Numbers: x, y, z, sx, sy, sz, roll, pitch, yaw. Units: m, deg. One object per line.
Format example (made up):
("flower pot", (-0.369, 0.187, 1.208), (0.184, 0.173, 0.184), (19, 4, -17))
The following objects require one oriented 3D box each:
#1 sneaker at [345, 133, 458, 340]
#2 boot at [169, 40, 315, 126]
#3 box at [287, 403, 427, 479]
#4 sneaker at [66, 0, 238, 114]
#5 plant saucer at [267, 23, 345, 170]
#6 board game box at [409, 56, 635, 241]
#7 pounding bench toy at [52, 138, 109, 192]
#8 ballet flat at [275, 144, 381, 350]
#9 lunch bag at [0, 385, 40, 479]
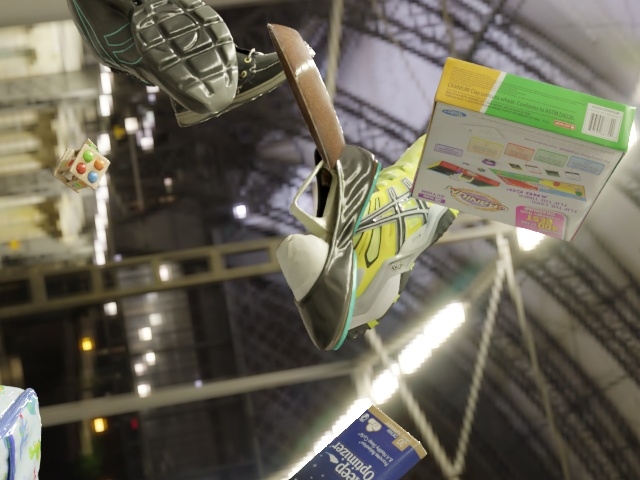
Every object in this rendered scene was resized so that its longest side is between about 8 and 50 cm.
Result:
("sneaker", (0.090, -0.037, 2.030), (0.147, 0.385, 0.145), (46, -36, -20))
("boot", (-0.145, -0.289, 2.049), (0.179, 0.236, 0.085), (63, 19, -12))
("box", (0.043, 0.370, 2.183), (0.136, 0.225, 0.036), (34, -18, 50))
("sneaker", (-0.176, -0.210, 1.413), (0.267, 0.101, 0.106), (48, -34, 25))
("plant saucer", (-0.011, -0.156, 1.469), (0.168, 0.029, 0.168), (157, -90, -90))
("board game box", (0.252, -0.110, 1.813), (0.316, 0.242, 0.064), (99, 8, -70))
("pounding bench toy", (-0.359, -0.124, 2.132), (0.065, 0.052, 0.083), (-8, -128, 52))
("ballet flat", (0.000, 0.000, 1.650), (0.095, 0.096, 0.281), (-47, -155, 50))
("lunch bag", (-0.385, 0.289, 1.601), (0.176, 0.090, 0.219), (-66, 162, -74))
